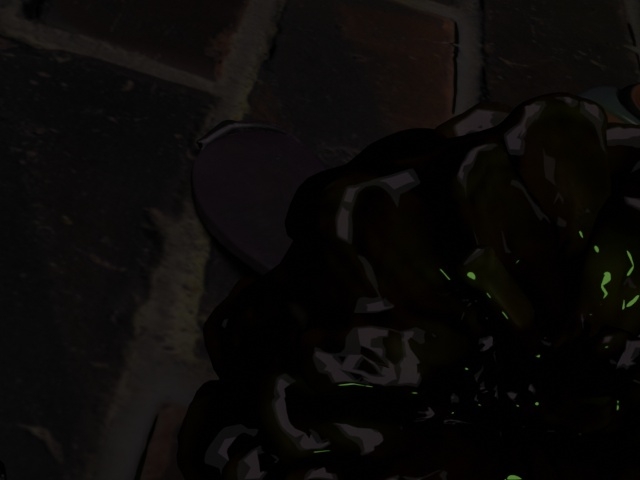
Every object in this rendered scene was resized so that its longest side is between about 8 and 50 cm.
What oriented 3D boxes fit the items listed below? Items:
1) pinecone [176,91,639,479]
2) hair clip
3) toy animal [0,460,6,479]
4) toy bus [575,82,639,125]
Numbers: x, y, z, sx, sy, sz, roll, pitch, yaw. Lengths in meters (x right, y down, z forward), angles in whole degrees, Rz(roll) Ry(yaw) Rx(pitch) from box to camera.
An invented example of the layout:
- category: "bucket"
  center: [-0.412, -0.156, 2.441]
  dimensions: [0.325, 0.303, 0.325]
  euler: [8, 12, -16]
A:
- category: "pinecone"
  center: [0.128, 0.111, 0.612]
  dimensions: [0.397, 0.398, 0.398]
  euler: [13, 38, -10]
- category: "hair clip"
  center: [-0.002, 0.001, 0.921]
  dimensions: [0.358, 0.110, 0.095]
  euler: [43, 2, 32]
- category: "toy animal"
  center: [-0.246, 0.161, 0.613]
  dimensions: [0.202, 0.070, 0.105]
  euler: [5, -3, -8]
- category: "toy bus"
  center: [0.275, 0.020, 0.943]
  dimensions: [0.287, 0.194, 0.232]
  euler: [34, 52, 15]
